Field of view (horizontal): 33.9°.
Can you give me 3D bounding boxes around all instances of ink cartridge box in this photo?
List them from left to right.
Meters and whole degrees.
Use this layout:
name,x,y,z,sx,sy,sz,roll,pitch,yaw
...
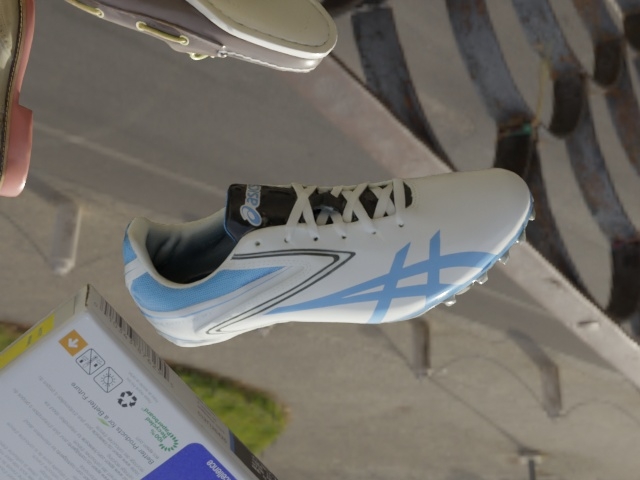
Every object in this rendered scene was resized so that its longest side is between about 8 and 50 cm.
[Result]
name,x,y,z,sx,sy,sz,roll,pitch,yaw
ink cartridge box,-0.223,0.242,0.940,0.307,0.072,0.303,-36,113,8

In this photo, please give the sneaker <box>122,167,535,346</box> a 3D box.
name,x,y,z,sx,sy,sz,roll,pitch,yaw
sneaker,0.000,0.000,0.587,0.237,0.085,0.086,-14,130,12

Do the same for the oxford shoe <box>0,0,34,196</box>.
name,x,y,z,sx,sy,sz,roll,pitch,yaw
oxford shoe,-0.404,-0.224,1.196,0.130,0.348,0.123,-2,-178,-33

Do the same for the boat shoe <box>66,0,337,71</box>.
name,x,y,z,sx,sy,sz,roll,pitch,yaw
boat shoe,-0.142,-0.258,1.145,0.324,0.116,0.096,22,139,-4
